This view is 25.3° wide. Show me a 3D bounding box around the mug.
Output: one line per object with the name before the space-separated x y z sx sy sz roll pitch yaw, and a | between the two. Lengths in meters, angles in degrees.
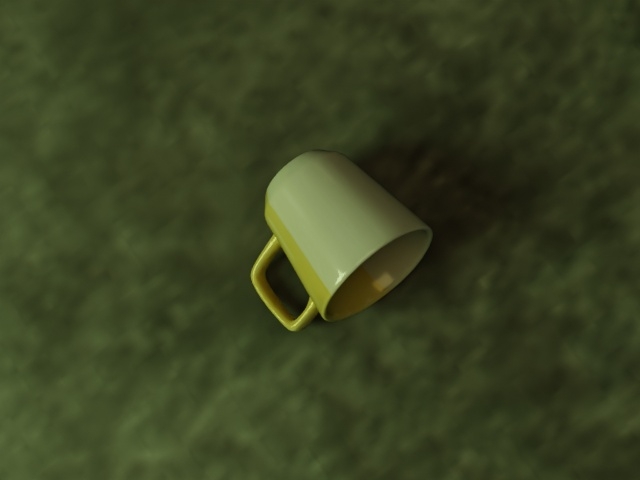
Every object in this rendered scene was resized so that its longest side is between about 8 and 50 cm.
mug | 0.001 -0.002 0.647 0.078 0.062 0.064 -38 71 -6
